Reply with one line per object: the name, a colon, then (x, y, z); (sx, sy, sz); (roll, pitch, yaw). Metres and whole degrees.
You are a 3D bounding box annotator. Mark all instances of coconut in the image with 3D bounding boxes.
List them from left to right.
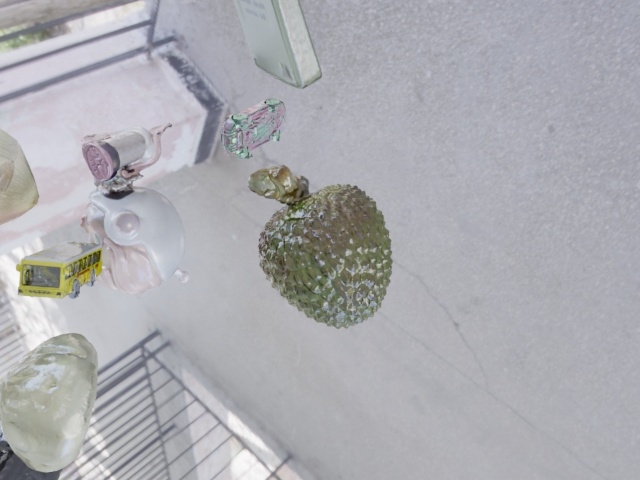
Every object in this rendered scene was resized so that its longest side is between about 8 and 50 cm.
coconut: (-0.474, -0.086, 0.843); (0.171, 0.182, 0.171); (-40, 42, 49)

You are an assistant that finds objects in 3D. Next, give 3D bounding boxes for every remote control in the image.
remote control: (-0.071, -0.300, 0.647); (0.123, 0.038, 0.286); (40, 155, 49)

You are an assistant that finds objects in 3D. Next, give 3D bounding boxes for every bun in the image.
bun: (-0.356, 0.200, 0.801); (0.183, 0.102, 0.184); (-29, 53, 47)

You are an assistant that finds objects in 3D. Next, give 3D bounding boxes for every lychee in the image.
lychee: (0.005, 0.011, 1.194); (0.269, 0.269, 0.320); (-9, 84, 53)

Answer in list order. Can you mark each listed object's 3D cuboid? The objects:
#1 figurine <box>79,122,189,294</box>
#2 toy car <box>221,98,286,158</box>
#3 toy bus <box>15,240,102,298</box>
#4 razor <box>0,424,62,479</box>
figurine: (-0.399, -0.060, 1.328); (0.253, 0.210, 0.362); (-121, 29, -74)
toy car: (-0.109, -0.186, 1.019); (0.055, 0.142, 0.069); (22, 128, 27)
toy bus: (-0.431, 0.049, 1.063); (0.226, 0.081, 0.074); (-111, 28, -83)
razor: (-0.540, 0.443, 1.026); (0.107, 0.327, 0.189); (12, 144, 21)
